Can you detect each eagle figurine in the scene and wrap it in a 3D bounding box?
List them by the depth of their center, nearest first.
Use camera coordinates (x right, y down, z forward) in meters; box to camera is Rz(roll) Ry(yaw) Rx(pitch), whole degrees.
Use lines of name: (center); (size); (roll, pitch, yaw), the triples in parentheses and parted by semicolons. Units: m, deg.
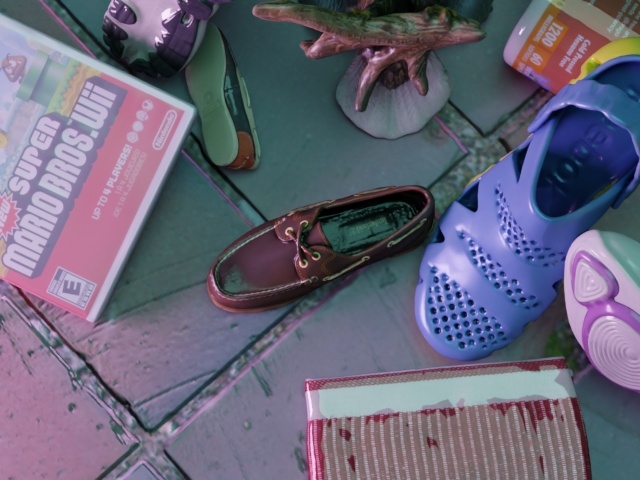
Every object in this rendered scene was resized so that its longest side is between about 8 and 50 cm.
eagle figurine: (0.070, -0.265, 1.500); (0.226, 0.225, 0.298); (39, 33, -33)

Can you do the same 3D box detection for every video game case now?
video game case: (-0.273, -0.082, 1.442); (0.285, 0.025, 0.204); (26, 91, 2)

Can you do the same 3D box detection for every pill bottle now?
pill bottle: (0.279, -0.152, 1.493); (0.216, 0.121, 0.121); (33, 74, 6)

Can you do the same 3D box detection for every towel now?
towel: (0.115, 0.266, 1.404); (0.237, 0.037, 0.329); (-4, 73, -4)

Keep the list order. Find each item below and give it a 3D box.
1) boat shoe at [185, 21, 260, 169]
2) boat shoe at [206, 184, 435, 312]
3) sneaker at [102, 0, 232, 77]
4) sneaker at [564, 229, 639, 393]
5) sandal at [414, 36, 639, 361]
boat shoe: (-0.083, -0.126, 1.497); (0.043, 0.049, 0.137); (6, 64, -47)
boat shoe: (0.000, 0.000, 1.451); (0.207, 0.073, 0.073); (-23, 78, -10)
sneaker: (-0.102, -0.250, 1.418); (0.107, 0.275, 0.110); (33, 50, -14)
sneaker: (0.318, 0.077, 1.411); (0.305, 0.114, 0.152); (43, 65, -23)
sandal: (0.182, -0.032, 1.401); (0.126, 0.138, 0.317); (35, 104, 4)
